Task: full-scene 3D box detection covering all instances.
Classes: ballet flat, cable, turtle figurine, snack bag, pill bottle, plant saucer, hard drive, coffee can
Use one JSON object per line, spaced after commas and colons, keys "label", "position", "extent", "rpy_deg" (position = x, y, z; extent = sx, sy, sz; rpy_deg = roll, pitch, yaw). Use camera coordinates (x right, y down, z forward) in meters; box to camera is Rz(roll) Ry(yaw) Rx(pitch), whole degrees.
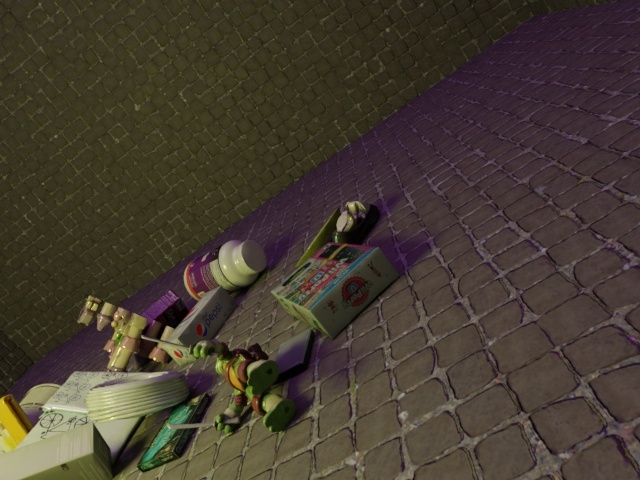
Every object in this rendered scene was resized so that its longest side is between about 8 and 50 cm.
{"label": "ballet flat", "position": [0.110, -0.064, 1.630], "extent": [0.095, 0.096, 0.280], "rpy_deg": [-8, 29, 29]}
{"label": "cable", "position": [-0.474, 0.403, 1.369], "extent": [0.257, 0.089, 0.257], "rpy_deg": [-12, -7, 15]}
{"label": "turtle figurine", "position": [-0.196, 0.303, 1.050], "extent": [0.266, 0.275, 0.198], "rpy_deg": [-1, 81, 52]}
{"label": "snack bag", "position": [-0.662, 0.497, 1.509], "extent": [0.323, 0.037, 0.342], "rpy_deg": [0, 26, 12]}
{"label": "pill bottle", "position": [-0.359, 0.111, 1.983], "extent": [0.323, 0.181, 0.181], "rpy_deg": [-26, 19, 35]}
{"label": "plant saucer", "position": [0.000, 0.000, 1.676], "extent": [0.241, 0.037, 0.241], "rpy_deg": [-53, 1, 2]}
{"label": "hard drive", "position": [-0.063, 0.264, 1.193], "extent": [0.094, 0.022, 0.135], "rpy_deg": [-31, 17, 19]}
{"label": "coffee can", "position": [-0.928, 0.624, 1.692], "extent": [0.201, 0.201, 0.275], "rpy_deg": [-35, 15, 8]}

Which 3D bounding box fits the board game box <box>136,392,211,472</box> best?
{"label": "board game box", "position": [-0.346, 0.454, 1.248], "extent": [0.126, 0.026, 0.186], "rpy_deg": [-30, 17, 25]}

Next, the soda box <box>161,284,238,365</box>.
{"label": "soda box", "position": [-0.396, 0.277, 1.740], "extent": [0.091, 0.098, 0.286], "rpy_deg": [-26, 19, 34]}

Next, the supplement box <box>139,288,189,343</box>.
{"label": "supplement box", "position": [-0.650, 0.322, 2.087], "extent": [0.073, 0.130, 0.239], "rpy_deg": [32, 63, 27]}

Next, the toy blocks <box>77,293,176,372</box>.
{"label": "toy blocks", "position": [-0.709, 0.369, 1.814], "extent": [0.288, 0.309, 0.260], "rpy_deg": [-3, 62, 60]}

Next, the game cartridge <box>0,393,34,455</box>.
{"label": "game cartridge", "position": [-0.947, 0.650, 1.508], "extent": [0.324, 0.285, 0.053], "rpy_deg": [-36, -2, 4]}

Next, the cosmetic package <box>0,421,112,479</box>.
{"label": "cosmetic package", "position": [-0.643, 0.548, 1.257], "extent": [0.238, 0.127, 0.107], "rpy_deg": [-21, 38, -12]}

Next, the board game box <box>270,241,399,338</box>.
{"label": "board game box", "position": [0.026, 0.110, 1.314], "extent": [0.224, 0.097, 0.303], "rpy_deg": [-41, 17, -15]}
